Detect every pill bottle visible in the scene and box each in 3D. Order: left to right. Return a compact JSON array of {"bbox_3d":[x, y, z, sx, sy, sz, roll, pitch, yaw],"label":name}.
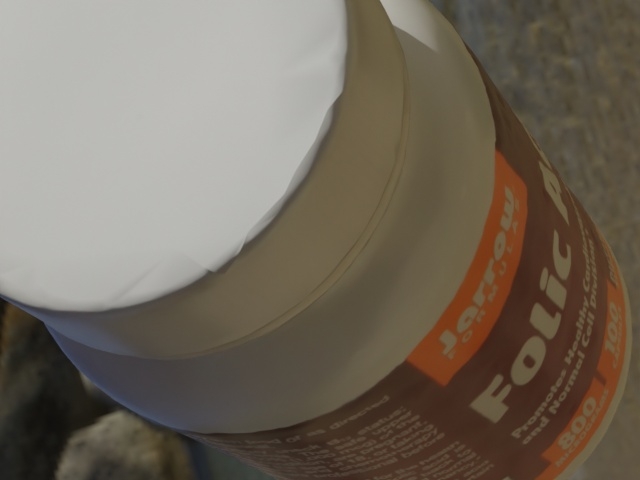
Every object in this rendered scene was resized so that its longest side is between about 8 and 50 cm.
[{"bbox_3d":[0.000,0.000,0.808,0.392,0.224,0.224,39,-154,-61],"label":"pill bottle"}]
